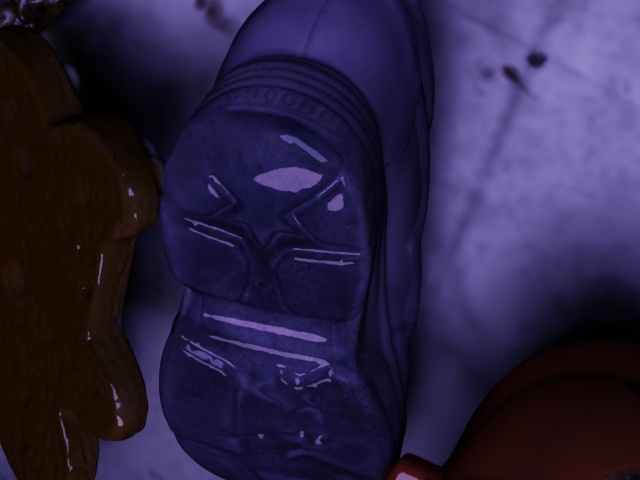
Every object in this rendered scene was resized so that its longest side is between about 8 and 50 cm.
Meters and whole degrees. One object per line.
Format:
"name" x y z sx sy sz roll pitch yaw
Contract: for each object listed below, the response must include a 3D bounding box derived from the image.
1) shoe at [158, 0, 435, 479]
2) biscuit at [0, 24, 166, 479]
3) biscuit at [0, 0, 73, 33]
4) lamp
"shoe" 0.000 0.000 0.721 0.095 0.137 0.245 14 141 13
"biscuit" -0.104 0.020 0.748 0.138 0.031 0.205 42 135 39
"biscuit" -0.113 -0.162 0.730 0.231 0.025 0.131 -39 98 20
"lamp" 0.095 0.126 0.699 0.164 0.187 0.187 28 111 1
